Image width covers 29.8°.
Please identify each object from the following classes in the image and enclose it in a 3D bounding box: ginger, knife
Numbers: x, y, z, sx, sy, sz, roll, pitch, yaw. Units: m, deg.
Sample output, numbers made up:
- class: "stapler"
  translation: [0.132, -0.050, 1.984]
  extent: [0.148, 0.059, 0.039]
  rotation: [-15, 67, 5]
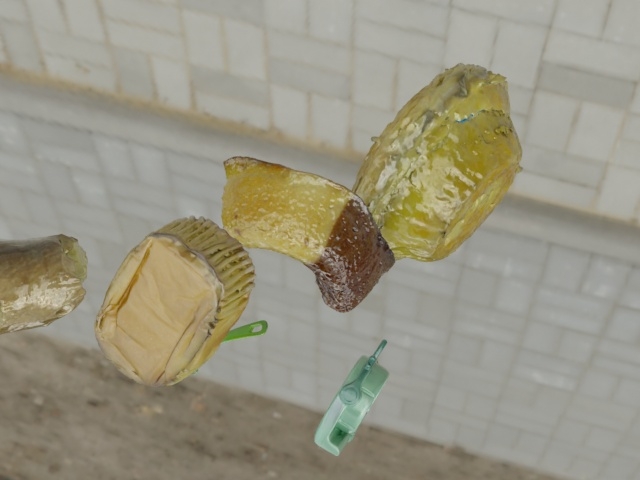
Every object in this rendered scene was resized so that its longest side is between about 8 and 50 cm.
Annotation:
- class: "ginger"
  translation: [-0.437, 0.051, 1.657]
  extent: [0.276, 0.221, 0.130]
  rotation: [12, 117, 25]
- class: "knife"
  translation: [-0.155, 0.166, 1.964]
  extent: [0.166, 0.078, 0.023]
  rotation: [-24, 137, 31]

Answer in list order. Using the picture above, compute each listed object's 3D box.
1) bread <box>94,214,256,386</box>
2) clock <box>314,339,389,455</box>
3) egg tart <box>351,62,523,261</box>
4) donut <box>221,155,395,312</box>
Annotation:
- class: "bread"
  translation: [-0.154, 0.064, 1.296]
  extent: [0.132, 0.114, 0.190]
  rotation: [40, 117, 7]
- class: "clock"
  translation: [0.068, 0.278, 2.172]
  extent: [0.066, 0.159, 0.210]
  rotation: [31, 117, 7]
- class: "egg tart"
  translation: [0.194, -0.099, 1.891]
  extent: [0.169, 0.388, 0.388]
  rotation: [38, 156, 18]
- class: "donut"
  translation: [0.000, 0.000, 1.622]
  extent: [0.295, 0.112, 0.151]
  rotation: [33, 157, -26]
